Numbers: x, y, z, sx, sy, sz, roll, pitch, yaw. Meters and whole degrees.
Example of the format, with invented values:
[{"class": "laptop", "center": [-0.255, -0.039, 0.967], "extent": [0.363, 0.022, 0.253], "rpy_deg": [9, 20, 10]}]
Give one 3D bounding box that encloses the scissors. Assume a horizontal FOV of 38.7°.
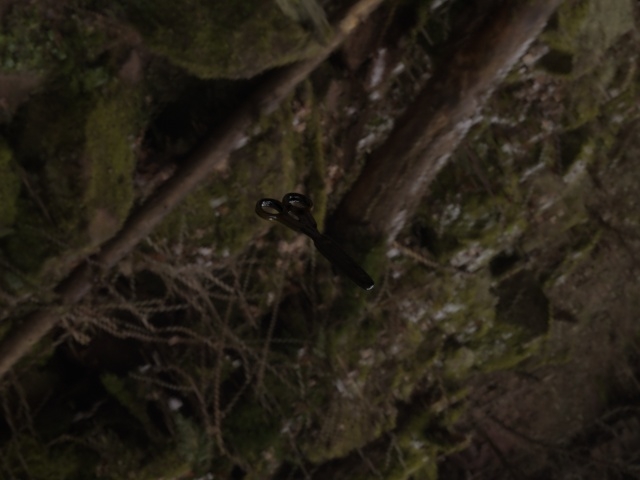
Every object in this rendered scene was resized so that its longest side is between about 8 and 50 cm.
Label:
[{"class": "scissors", "center": [0.000, 0.000, 1.200], "extent": [0.088, 0.220, 0.017], "rpy_deg": [-12, 130, -36]}]
